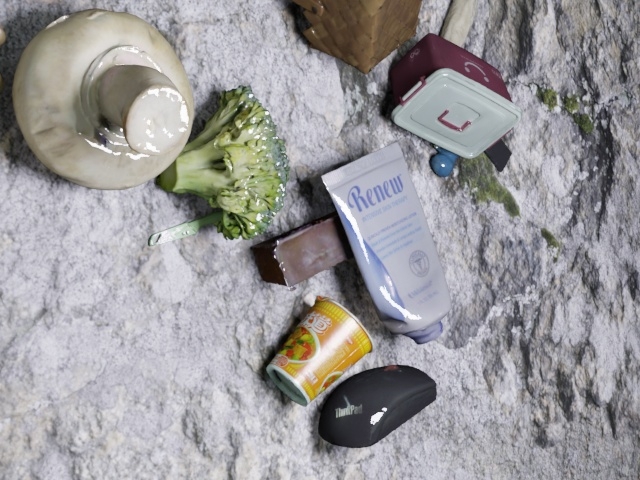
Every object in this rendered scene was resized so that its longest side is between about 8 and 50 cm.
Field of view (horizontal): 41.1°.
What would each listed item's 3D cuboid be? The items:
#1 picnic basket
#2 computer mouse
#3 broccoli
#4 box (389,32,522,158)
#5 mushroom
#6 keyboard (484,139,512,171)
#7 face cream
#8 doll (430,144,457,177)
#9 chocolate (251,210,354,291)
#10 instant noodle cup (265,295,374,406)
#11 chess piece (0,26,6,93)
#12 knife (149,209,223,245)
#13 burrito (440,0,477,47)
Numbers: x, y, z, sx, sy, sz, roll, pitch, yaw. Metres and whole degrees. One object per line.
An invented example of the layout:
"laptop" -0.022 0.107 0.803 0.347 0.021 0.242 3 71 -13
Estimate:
"picnic basket" 0.054 -0.550 1.800 0.321 0.291 0.254 37 58 20
"computer mouse" 0.111 0.333 1.812 0.269 0.170 0.100 -26 116 -38
"broccoli" -0.183 -0.152 1.625 0.246 0.288 0.247 -6 128 -23
"box" 0.305 -0.339 1.994 0.294 0.193 0.167 20 44 -33
"mushroom" -0.356 -0.215 1.467 0.315 0.315 0.356 -5 55 -37
"keyboard" 0.426 -0.267 2.202 0.196 0.015 0.074 47 57 -25
"face cream" 0.157 0.021 1.809 0.235 0.137 0.420 -27 100 -36
"doll" 0.299 -0.197 2.080 0.076 0.050 0.083 39 66 -23
"chocolate" 0.000 0.000 1.799 0.321 0.112 0.112 -26 104 -37
"instant noodle cup" -0.010 0.234 1.752 0.185 0.168 0.168 -45 112 -23
"chess piece" -0.592 -0.226 1.378 0.139 0.124 0.307 12 73 -3
"knife" -0.246 -0.027 1.675 0.207 0.014 0.030 -22 99 -35
"burrito" 0.334 -0.528 2.127 0.082 0.059 0.275 45 61 -42
